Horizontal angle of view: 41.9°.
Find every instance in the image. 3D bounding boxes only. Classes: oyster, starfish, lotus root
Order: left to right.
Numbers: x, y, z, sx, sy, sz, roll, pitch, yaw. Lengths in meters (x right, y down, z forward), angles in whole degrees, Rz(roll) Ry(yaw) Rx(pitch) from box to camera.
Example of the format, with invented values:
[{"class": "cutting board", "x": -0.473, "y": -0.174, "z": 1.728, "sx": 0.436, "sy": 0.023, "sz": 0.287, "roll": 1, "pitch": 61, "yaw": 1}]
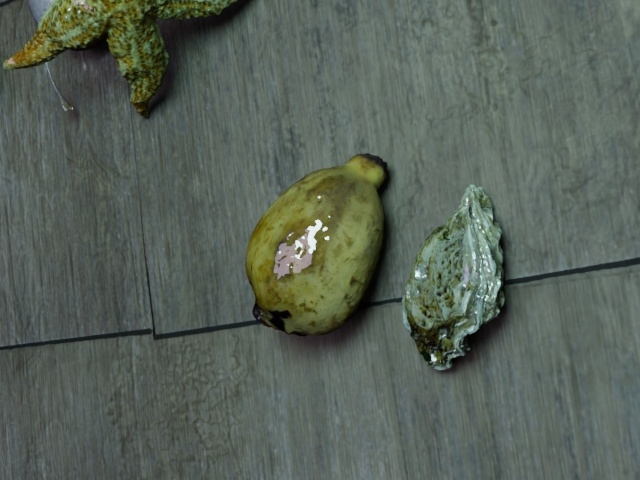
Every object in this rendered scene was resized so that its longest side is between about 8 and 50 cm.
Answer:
[{"class": "starfish", "x": -0.241, "y": -0.281, "z": 0.917, "sx": 0.347, "sy": 0.358, "sz": 0.078, "roll": -39, "pitch": 45, "yaw": 28}, {"class": "lotus root", "x": 0.000, "y": 0.000, "z": 0.885, "sx": 0.138, "sy": 0.138, "sz": 0.214, "roll": 26, "pitch": 90, "yaw": 28}, {"class": "oyster", "x": 0.137, "y": 0.041, "z": 0.839, "sx": 0.125, "sy": 0.064, "sz": 0.177, "roll": 48, "pitch": 122, "yaw": 38}]

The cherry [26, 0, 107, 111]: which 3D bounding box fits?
[{"class": "cherry", "x": -0.300, "y": -0.288, "z": 1.083, "sx": 0.148, "sy": 0.115, "sz": 0.188, "roll": -21, "pitch": 84, "yaw": -12}]
